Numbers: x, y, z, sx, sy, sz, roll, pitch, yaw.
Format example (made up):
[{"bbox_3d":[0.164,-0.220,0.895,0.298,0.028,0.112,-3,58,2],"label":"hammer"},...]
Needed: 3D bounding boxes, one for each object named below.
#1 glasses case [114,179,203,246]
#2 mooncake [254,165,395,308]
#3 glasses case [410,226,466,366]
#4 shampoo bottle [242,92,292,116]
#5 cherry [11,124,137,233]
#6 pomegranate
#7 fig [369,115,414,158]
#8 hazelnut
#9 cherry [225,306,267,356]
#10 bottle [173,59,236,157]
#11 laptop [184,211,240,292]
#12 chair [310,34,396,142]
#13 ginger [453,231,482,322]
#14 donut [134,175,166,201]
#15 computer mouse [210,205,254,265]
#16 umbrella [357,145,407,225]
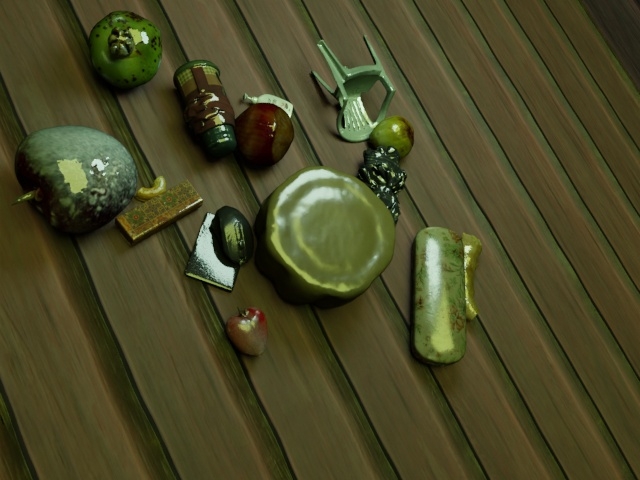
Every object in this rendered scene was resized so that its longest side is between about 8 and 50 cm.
[{"bbox_3d":[-0.411,-0.071,1.518,0.218,0.049,0.075,-36,83,-33],"label":"glasses case"},{"bbox_3d":[0.000,0.000,1.605,0.379,0.201,0.378,7,69,-19],"label":"mooncake"},{"bbox_3d":[0.346,0.157,1.745,0.157,0.098,0.425,8,64,-5],"label":"glasses case"},{"bbox_3d":[-0.162,-0.408,1.787,0.152,0.045,0.077,19,62,-16],"label":"shampoo bottle"},{"bbox_3d":[-0.571,-0.145,1.379,0.255,0.218,0.296,49,44,5],"label":"cherry"},{"bbox_3d":[-0.512,-0.504,1.553,0.202,0.248,0.202,-2,97,-15],"label":"pomegranate"},{"bbox_3d":[0.237,-0.331,1.895,0.153,0.121,0.135,18,68,-34],"label":"fig"},{"bbox_3d":[-0.157,-0.308,1.695,0.170,0.161,0.201,52,18,-13],"label":"hazelnut"},{"bbox_3d":[-0.185,0.225,1.476,0.106,0.087,0.126,1,86,-32],"label":"cherry"},{"bbox_3d":[-0.311,-0.353,1.640,0.156,0.143,0.271,15,50,-64],"label":"bottle"},{"bbox_3d":[-0.268,0.029,1.565,0.135,0.016,0.197,23,59,-14],"label":"laptop"},{"bbox_3d":[0.104,-0.478,1.879,0.203,0.190,0.274,-16,68,-29],"label":"chair"},{"bbox_3d":[0.454,0.109,1.842,0.118,0.065,0.298,5,63,-3],"label":"ginger"},{"bbox_3d":[-0.439,-0.135,1.539,0.083,0.038,0.067,1,71,-27],"label":"donut"},{"bbox_3d":[-0.225,-0.020,1.563,0.099,0.057,0.172,-8,71,-35],"label":"computer mouse"},{"bbox_3d":[0.177,-0.130,1.783,0.154,0.128,0.336,20,64,-19],"label":"umbrella"}]
